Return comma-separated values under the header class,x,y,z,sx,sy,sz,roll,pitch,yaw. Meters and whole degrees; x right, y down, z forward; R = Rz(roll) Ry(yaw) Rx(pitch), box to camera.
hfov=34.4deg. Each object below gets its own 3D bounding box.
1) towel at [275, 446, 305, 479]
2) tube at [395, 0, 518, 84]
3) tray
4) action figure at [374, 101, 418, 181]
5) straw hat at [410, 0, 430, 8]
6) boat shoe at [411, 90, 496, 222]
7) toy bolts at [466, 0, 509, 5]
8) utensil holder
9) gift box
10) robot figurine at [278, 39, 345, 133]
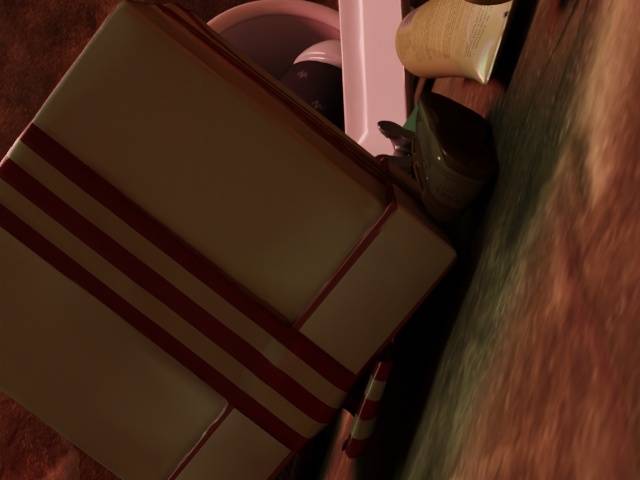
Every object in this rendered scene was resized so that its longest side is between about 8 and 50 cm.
class,x,y,z,sx,sy,sz,roll,pitch,yaw
towel,-0.087,0.172,1.065,0.283,0.121,0.234,-74,-19,-65
tube,0.104,-0.150,0.745,0.240,0.062,0.070,-134,19,-82
tray,0.068,-0.230,1.178,0.145,0.030,0.270,-175,81,-65
action figure,0.041,0.010,0.892,0.137,0.064,0.232,-79,3,-50
straw hat,0.131,-0.307,1.249,0.144,0.061,0.144,-47,-13,-14
boat shoe,0.074,-0.053,0.627,0.135,0.050,0.045,-76,10,-66
toy bolts,0.080,-0.256,0.565,0.228,0.218,0.158,-51,-16,-34
utensil holder,-0.074,-0.149,1.682,0.385,0.328,0.327,110,178,-67
gift box,-0.074,0.028,0.670,0.276,0.258,0.255,-52,4,15
robot figurine,-0.002,-0.135,1.369,0.278,0.209,0.173,-58,-13,-24
